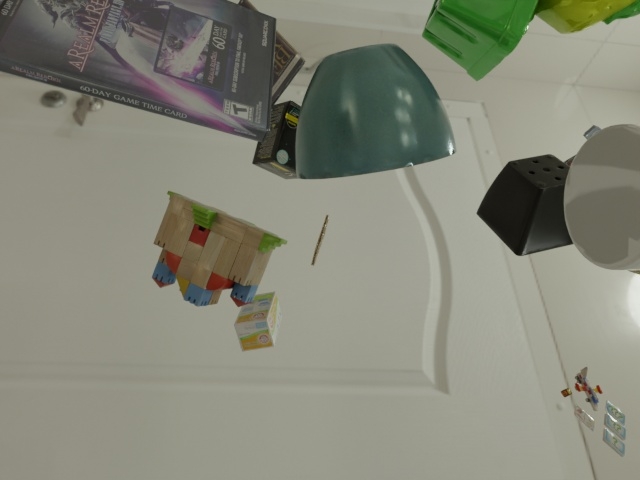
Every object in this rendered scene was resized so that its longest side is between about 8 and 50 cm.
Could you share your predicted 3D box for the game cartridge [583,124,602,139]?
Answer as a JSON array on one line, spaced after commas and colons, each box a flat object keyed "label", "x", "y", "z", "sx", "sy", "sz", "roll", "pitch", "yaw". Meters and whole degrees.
[{"label": "game cartridge", "x": 0.989, "y": -0.382, "z": 1.688, "sx": 0.056, "sy": 0.083, "sz": 0.017, "roll": -49, "pitch": -137, "yaw": 24}]

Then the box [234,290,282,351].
[{"label": "box", "x": -0.202, "y": 0.266, "z": 1.555, "sx": 0.203, "sy": 0.114, "sz": 0.103, "roll": -80, "pitch": 159, "yaw": -70}]

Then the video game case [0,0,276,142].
[{"label": "video game case", "x": -0.184, "y": -0.220, "z": 0.507, "sx": 0.026, "sy": 0.274, "sz": 0.196, "roll": 130, "pitch": -34, "yaw": -52}]

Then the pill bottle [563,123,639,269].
[{"label": "pill bottle", "x": 0.515, "y": -0.054, "z": 0.569, "sx": 0.204, "sy": 0.360, "sz": 0.204, "roll": 179, "pitch": -90, "yaw": -84}]

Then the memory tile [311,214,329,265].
[{"label": "memory tile", "x": 0.000, "y": 0.000, "z": 1.465, "sx": 0.113, "sy": 0.012, "sz": 0.148, "roll": 105, "pitch": 2, "yaw": -54}]

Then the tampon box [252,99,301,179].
[{"label": "tampon box", "x": -0.082, "y": -0.252, "z": 1.197, "sx": 0.101, "sy": 0.120, "sz": 0.161, "roll": 5, "pitch": -101, "yaw": 49}]

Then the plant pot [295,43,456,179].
[{"label": "plant pot", "x": 0.084, "y": -0.233, "z": 0.833, "sx": 0.290, "sy": 0.290, "sz": 0.196, "roll": -115, "pitch": -166, "yaw": -75}]

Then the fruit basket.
[{"label": "fruit basket", "x": 0.440, "y": -0.516, "z": 0.939, "sx": 0.283, "sy": 0.391, "sz": 0.393, "roll": -97, "pitch": -170, "yaw": -87}]

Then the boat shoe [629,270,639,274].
[{"label": "boat shoe", "x": 0.806, "y": -0.034, "z": 1.269, "sx": 0.122, "sy": 0.341, "sz": 0.110, "roll": -48, "pitch": 172, "yaw": -14}]

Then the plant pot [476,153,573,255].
[{"label": "plant pot", "x": 0.517, "y": -0.097, "z": 1.120, "sx": 0.188, "sy": 0.187, "sz": 0.167, "roll": -115, "pitch": -162, "yaw": -47}]

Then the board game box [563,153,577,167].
[{"label": "board game box", "x": 0.917, "y": -0.116, "z": 1.586, "sx": 0.232, "sy": 0.141, "sz": 0.291, "roll": 40, "pitch": 20, "yaw": -57}]

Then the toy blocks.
[{"label": "toy blocks", "x": -0.297, "y": 0.052, "z": 1.239, "sx": 0.261, "sy": 0.381, "sz": 0.190, "roll": -69, "pitch": 164, "yaw": 2}]

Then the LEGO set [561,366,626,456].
[{"label": "LEGO set", "x": 0.887, "y": 0.531, "z": 1.495, "sx": 0.182, "sy": 0.244, "sz": 0.060, "roll": -40, "pitch": 168, "yaw": -47}]

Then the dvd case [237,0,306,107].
[{"label": "dvd case", "x": -0.155, "y": -0.422, "z": 1.082, "sx": 0.164, "sy": 0.221, "sz": 0.018, "roll": -46, "pitch": 168, "yaw": 26}]
